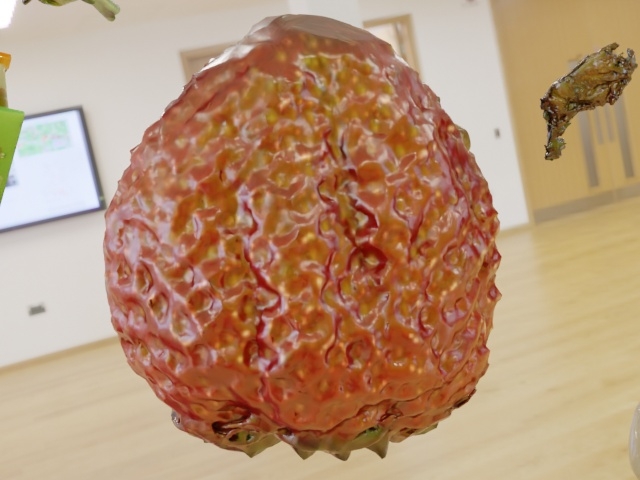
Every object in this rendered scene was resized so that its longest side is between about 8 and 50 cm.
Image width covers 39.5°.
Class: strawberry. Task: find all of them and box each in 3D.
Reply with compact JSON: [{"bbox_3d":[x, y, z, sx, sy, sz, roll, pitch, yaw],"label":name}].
[{"bbox_3d":[0.000,0.000,0.580,0.239,0.288,0.250,9,25,13],"label":"strawberry"}]

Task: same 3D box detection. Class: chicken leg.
[{"bbox_3d":[0.155,-0.086,0.540,0.083,0.036,0.021,-49,9,32],"label":"chicken leg"}]

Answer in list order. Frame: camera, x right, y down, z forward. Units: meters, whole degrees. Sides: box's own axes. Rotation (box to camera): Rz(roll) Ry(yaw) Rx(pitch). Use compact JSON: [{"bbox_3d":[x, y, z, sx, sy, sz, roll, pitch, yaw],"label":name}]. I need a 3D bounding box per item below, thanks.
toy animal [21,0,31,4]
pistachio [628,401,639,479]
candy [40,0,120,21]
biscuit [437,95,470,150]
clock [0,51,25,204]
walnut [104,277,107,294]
[{"bbox_3d":[-0.348,-0.460,1.217,0.343,0.168,0.106,-29,19,47],"label":"toy animal"},{"bbox_3d":[0.526,0.305,1.329,0.136,0.135,0.226,-10,27,20],"label":"pistachio"},{"bbox_3d":[-0.218,-0.237,0.819,0.073,0.077,0.262,-48,3,2],"label":"candy"},{"bbox_3d":[0.119,-0.103,1.464,0.278,0.301,0.043,0,30,-36],"label":"biscuit"},{"bbox_3d":[-0.479,-0.151,1.180,0.106,0.219,0.255,8,36,-29],"label":"clock"},{"bbox_3d":[-0.207,0.053,1.146,0.140,0.140,0.162,-13,-15,-9],"label":"walnut"}]
